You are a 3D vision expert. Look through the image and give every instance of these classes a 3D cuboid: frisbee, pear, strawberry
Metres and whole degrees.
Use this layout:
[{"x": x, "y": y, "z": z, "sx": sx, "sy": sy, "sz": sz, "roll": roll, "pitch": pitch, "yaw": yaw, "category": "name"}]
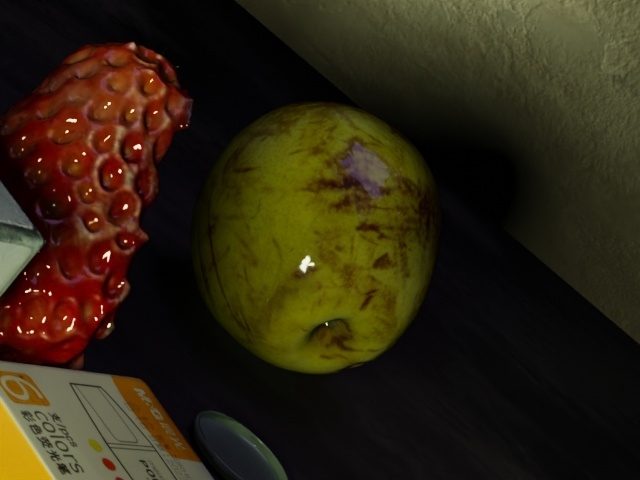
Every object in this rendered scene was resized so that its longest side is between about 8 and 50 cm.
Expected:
[{"x": -0.074, "y": 0.197, "z": 1.738, "sx": 0.110, "sy": 0.014, "sz": 0.110, "roll": 38, "pitch": 15, "yaw": -12, "category": "frisbee"}, {"x": 0.000, "y": 0.000, "z": 1.972, "sx": 0.283, "sy": 0.283, "sz": 0.283, "roll": 38, "pitch": 16, "yaw": -13, "category": "pear"}, {"x": -0.233, "y": -0.023, "z": 1.503, "sx": 0.150, "sy": 0.280, "sz": 0.253, "roll": 27, "pitch": 30, "yaw": -33, "category": "strawberry"}]

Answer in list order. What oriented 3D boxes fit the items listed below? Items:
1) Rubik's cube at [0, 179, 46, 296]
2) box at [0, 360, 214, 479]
[{"x": -0.353, "y": -0.009, "z": 1.280, "sx": 0.205, "sy": 0.205, "sz": 0.207, "roll": 51, "pitch": 17, "yaw": 30, "category": "Rubik's cube"}, {"x": -0.150, "y": 0.211, "z": 1.377, "sx": 0.274, "sy": 0.091, "sz": 0.220, "roll": 50, "pitch": 17, "yaw": 25, "category": "box"}]
